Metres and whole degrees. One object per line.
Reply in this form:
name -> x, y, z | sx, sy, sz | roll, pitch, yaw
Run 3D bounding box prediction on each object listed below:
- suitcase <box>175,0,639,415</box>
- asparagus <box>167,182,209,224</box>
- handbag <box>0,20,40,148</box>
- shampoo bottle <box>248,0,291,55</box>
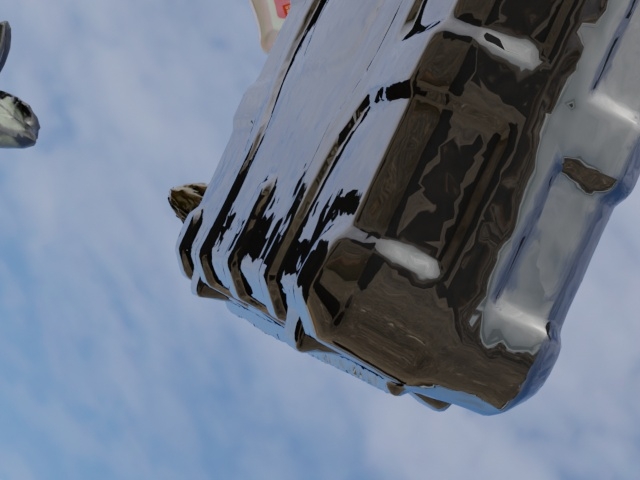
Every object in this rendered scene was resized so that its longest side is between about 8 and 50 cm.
suitcase -> 0.034, -0.059, 0.500 | 0.066, 0.206, 0.285 | 26, -3, -12
asparagus -> 0.000, 0.000, 0.731 | 0.165, 0.030, 0.036 | 17, -53, 18
handbag -> -0.376, -0.006, 0.835 | 0.416, 0.317, 0.180 | -40, -118, 30
shampoo bottle -> -0.012, -0.148, 0.913 | 0.043, 0.072, 0.099 | 108, -35, -69
